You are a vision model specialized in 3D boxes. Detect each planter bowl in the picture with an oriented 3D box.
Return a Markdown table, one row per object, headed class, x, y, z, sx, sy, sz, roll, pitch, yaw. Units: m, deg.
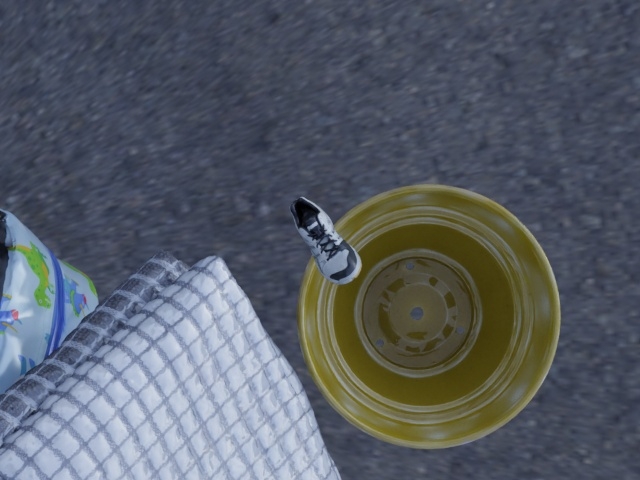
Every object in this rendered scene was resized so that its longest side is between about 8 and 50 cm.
| class | x | y | z | sx | sy | sz | roll | pitch | yaw |
| --- | --- | --- | --- | --- | --- | --- | --- | --- | --- |
| planter bowl | 0.086 | 0.063 | 1.610 | 0.217 | 0.090 | 0.217 | 0 | 89 | -4 |

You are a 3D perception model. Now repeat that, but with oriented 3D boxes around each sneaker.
| class | x | y | z | sx | sy | sz | roll | pitch | yaw |
| --- | --- | --- | --- | --- | --- | --- | --- | --- | --- |
| sneaker | 0.000 | 0.000 | 1.442 | 0.032 | 0.083 | 0.037 | -40 | 138 | 2 |

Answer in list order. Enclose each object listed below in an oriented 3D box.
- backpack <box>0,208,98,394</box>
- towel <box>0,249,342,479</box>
| class | x | y | z | sx | sy | sz | roll | pitch | yaw |
| --- | --- | --- | --- | --- | --- | --- | --- | --- | --- |
| backpack | -0.299 | 0.144 | 1.456 | 0.273 | 0.290 | 0.356 | 28 | 57 | -46 |
| towel | -0.104 | 0.184 | 1.322 | 0.235 | 0.121 | 0.284 | -46 | 120 | -35 |
